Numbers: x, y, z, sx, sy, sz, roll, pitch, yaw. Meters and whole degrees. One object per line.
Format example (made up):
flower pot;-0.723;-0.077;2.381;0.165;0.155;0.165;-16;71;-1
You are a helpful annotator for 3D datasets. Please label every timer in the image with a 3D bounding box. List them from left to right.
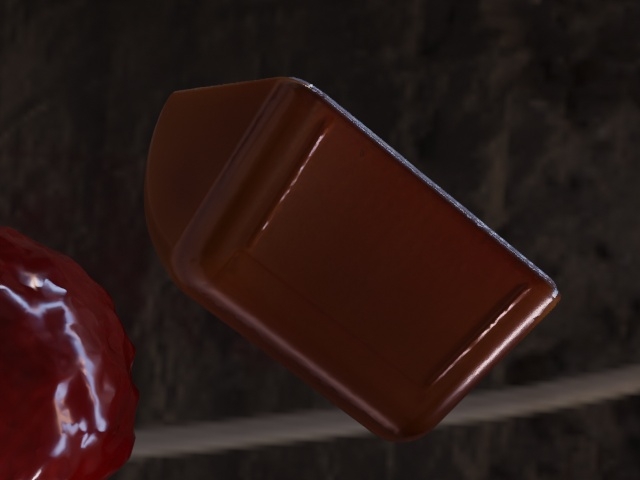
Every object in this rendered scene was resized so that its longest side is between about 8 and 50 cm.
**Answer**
timer;0.000;0.000;1.382;0.161;0.257;0.250;-52;-160;2

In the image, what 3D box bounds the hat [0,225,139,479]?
hat;-0.223;0.009;0.672;0.242;0.332;0.274;-53;-175;14
